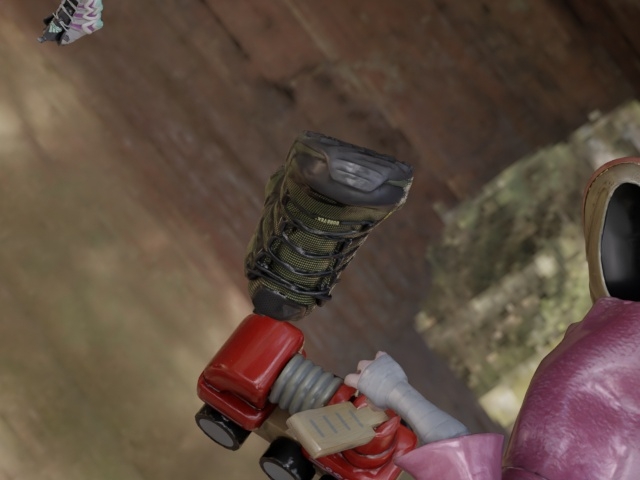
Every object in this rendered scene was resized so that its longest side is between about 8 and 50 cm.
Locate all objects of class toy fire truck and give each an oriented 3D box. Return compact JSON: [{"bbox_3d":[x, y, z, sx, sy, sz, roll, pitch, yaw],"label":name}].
[{"bbox_3d":[-0.017,0.160,1.570,0.217,0.158,0.246,33,-27,11],"label":"toy fire truck"}]

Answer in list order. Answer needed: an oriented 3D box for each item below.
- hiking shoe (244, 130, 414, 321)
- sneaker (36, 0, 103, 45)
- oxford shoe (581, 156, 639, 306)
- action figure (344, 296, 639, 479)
[{"bbox_3d":[0.000,0.000,1.090,0.086,0.114,0.227,17,-11,-7],"label":"hiking shoe"},{"bbox_3d":[-0.247,-0.216,1.592,0.038,0.069,0.098,51,-14,16],"label":"sneaker"},{"bbox_3d":[0.305,0.099,1.504,0.130,0.123,0.348,-24,97,-77],"label":"oxford shoe"},{"bbox_3d":[0.139,0.206,1.066,0.275,0.370,0.248,20,-48,28],"label":"action figure"}]
